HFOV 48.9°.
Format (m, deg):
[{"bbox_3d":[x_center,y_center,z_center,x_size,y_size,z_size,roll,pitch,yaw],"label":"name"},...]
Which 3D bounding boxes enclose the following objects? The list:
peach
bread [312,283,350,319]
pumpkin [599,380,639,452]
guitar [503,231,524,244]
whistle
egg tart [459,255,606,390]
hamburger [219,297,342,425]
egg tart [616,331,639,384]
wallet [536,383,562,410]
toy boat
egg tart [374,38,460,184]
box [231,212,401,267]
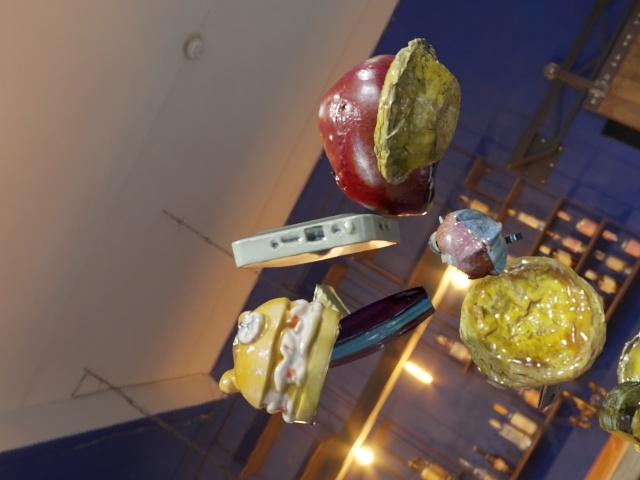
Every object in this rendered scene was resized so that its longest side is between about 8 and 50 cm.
[{"bbox_3d":[0.183,-0.259,1.857,0.353,0.417,0.339,-38,4,15],"label":"peach"},{"bbox_3d":[-0.013,0.231,2.052,0.178,0.135,0.240,-39,-9,5],"label":"bread"},{"bbox_3d":[0.825,0.500,1.779,0.139,0.189,0.281,173,87,-75],"label":"pumpkin"},{"bbox_3d":[0.512,0.013,2.104,0.233,0.025,0.088,-16,-2,-36],"label":"guitar"},{"bbox_3d":[0.293,0.006,1.468,0.134,0.142,0.346,-61,5,-3],"label":"whistle"},{"bbox_3d":[0.485,0.196,1.628,0.341,0.341,0.129,-54,-29,-16],"label":"egg tart"},{"bbox_3d":[-0.087,0.250,1.558,0.276,0.236,0.277,14,-90,-88],"label":"hamburger"},{"bbox_3d":[1.022,0.367,1.946,0.388,0.387,0.169,-52,-39,-22],"label":"egg tart"},{"bbox_3d":[0.665,0.428,2.022,0.176,0.026,0.095,-5,-70,-56],"label":"wallet"},{"bbox_3d":[0.106,0.228,1.804,0.392,0.136,0.079,-26,-42,-8],"label":"toy boat"},{"bbox_3d":[0.197,-0.241,1.360,0.294,0.116,0.295,13,-90,-69],"label":"egg tart"},{"bbox_3d":[0.000,0.000,1.822,0.373,0.367,0.091,6,-108,-72],"label":"box"}]
